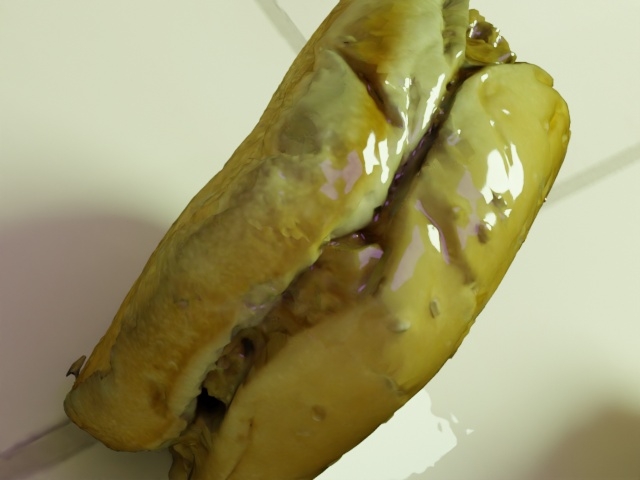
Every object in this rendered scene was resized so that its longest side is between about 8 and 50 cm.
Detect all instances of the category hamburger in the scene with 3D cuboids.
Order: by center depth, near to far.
[{"bbox_3d":[0.001,-0.001,0.486,0.108,0.214,0.214,40,43,-2],"label":"hamburger"}]
